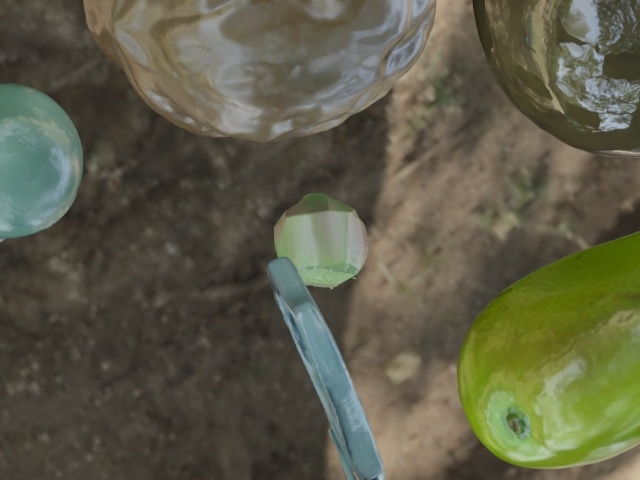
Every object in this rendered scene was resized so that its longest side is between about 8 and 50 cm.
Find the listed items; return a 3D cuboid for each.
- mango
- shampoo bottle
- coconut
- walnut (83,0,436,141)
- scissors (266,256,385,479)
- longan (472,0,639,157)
[{"bbox_3d":[0.139,0.044,0.844,0.163,0.089,0.117,-32,-171,-1],"label":"mango"},{"bbox_3d":[-0.365,-0.064,1.758,0.151,0.349,0.222,47,57,-25],"label":"shampoo bottle"},{"bbox_3d":[0.000,0.000,1.482,0.083,0.081,0.082,0,163,-29],"label":"coconut"},{"bbox_3d":[-0.046,-0.189,1.339,0.273,0.273,0.227,-15,157,-27],"label":"walnut"},{"bbox_3d":[0.042,0.184,1.243,0.029,0.360,0.191,-22,170,-4],"label":"scissors"},{"bbox_3d":[0.170,-0.136,1.035,0.159,0.185,0.204,-23,170,10],"label":"longan"}]
